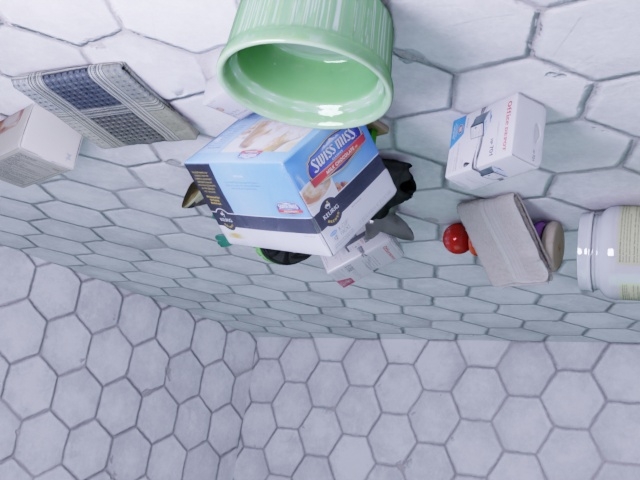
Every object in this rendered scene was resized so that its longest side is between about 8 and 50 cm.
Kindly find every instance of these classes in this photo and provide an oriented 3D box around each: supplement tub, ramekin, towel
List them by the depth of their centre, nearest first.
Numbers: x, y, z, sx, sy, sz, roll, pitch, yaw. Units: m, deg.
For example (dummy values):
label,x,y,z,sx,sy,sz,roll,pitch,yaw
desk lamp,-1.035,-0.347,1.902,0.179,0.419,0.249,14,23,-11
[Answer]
label,x,y,z,sx,sy,sz,roll,pitch,yaw
ramekin,-0.017,-0.324,1.373,0.304,0.148,0.303,8,163,3
towel,-0.485,-0.312,1.849,0.312,0.056,0.324,-2,158,24
supplement tub,0.804,0.031,1.945,0.325,0.235,0.235,2,161,24
towel,0.486,0.007,2.110,0.187,0.049,0.282,-10,118,44

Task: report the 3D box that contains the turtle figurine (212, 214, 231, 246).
label,x,y,z,sx,sy,sz,roll,pitch,yaw
turtle figurine,-0.239,-0.074,2.328,0.118,0.175,0.234,-18,-167,21

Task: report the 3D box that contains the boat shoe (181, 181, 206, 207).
label,x,y,z,sx,sy,sz,roll,pitch,yaw
boat shoe,-0.334,-0.132,2.274,0.073,0.080,0.223,21,155,-20

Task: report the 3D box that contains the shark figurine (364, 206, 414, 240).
label,x,y,z,sx,sy,sz,roll,pitch,yaw
shark figurine,0.116,-0.043,2.240,0.278,0.116,0.166,8,147,15

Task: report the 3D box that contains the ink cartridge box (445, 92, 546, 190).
label,x,y,z,sx,sy,sz,roll,pitch,yaw
ink cartridge box,0.350,-0.196,1.610,0.082,0.139,0.191,20,159,-27

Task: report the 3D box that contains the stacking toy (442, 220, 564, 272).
label,x,y,z,sx,sy,sz,roll,pitch,yaw
stacking toy,0.500,0.008,2.229,0.330,0.141,0.141,4,163,32

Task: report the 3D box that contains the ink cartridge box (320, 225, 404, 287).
label,x,y,z,sx,sy,sz,roll,pitch,yaw
ink cartridge box,0.125,0.037,2.407,0.218,0.092,0.158,-27,154,10

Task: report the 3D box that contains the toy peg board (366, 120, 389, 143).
label,x,y,z,sx,sy,sz,roll,pitch,yaw
toy peg board,0.037,-0.231,1.763,0.161,0.079,0.161,-8,156,43

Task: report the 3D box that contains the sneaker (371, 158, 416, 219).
label,x,y,z,sx,sy,sz,roll,pitch,yaw
sneaker,0.175,-0.122,2.014,0.130,0.109,0.286,1,164,5

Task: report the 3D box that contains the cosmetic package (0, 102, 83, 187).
label,x,y,z,sx,sy,sz,roll,pitch,yaw
cosmetic package,-0.755,-0.239,2.066,0.296,0.129,0.153,-8,155,45

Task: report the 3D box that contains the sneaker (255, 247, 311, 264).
label,x,y,z,sx,sy,sz,roll,pitch,yaw
sneaker,-0.095,-0.045,2.259,0.202,0.185,0.483,6,164,22

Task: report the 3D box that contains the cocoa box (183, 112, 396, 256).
label,x,y,z,sx,sy,sz,roll,pitch,yaw
cocoa box,-0.068,-0.133,1.664,0.347,0.231,0.228,6,132,48

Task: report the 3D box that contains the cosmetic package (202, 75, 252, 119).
label,x,y,z,sx,sy,sz,roll,pitch,yaw
cosmetic package,-0.138,-0.315,1.614,0.099,0.060,0.239,21,159,-31
